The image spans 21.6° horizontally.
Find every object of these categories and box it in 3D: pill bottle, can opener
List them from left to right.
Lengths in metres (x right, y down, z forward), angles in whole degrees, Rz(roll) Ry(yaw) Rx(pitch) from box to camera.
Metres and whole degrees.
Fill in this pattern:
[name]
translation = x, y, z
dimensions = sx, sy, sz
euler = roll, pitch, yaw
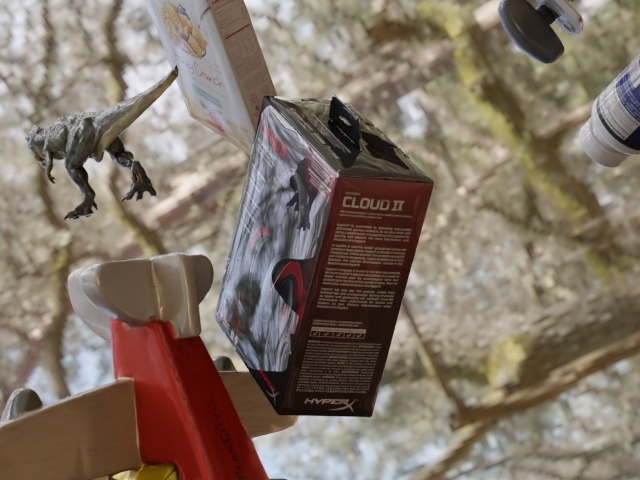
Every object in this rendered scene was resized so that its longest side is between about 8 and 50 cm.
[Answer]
[can opener]
translation = 0.222, -0.348, 2.099
dimensions = 0.280, 0.093, 0.074
euler = 49, 171, 3
[pill bottle]
translation = 0.394, -0.164, 2.065
dimensions = 0.094, 0.169, 0.094
euler = 16, -129, -21

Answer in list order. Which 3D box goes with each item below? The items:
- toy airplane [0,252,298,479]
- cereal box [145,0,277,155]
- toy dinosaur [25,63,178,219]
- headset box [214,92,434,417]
[toy airplane]
translation = -0.172, 0.199, 1.663
dimensions = 0.386, 0.272, 0.384
euler = 40, -147, -27
[cereal box]
translation = -0.120, -0.212, 1.789
dimensions = 0.173, 0.047, 0.240
euler = 35, 152, 49
[toy dinosaur]
translation = -0.233, -0.091, 1.779
dimensions = 0.064, 0.268, 0.118
euler = -9, -96, -47
[headset box]
translation = 0.000, 0.000, 1.703
dimensions = 0.110, 0.293, 0.218
euler = 4, -156, -25
